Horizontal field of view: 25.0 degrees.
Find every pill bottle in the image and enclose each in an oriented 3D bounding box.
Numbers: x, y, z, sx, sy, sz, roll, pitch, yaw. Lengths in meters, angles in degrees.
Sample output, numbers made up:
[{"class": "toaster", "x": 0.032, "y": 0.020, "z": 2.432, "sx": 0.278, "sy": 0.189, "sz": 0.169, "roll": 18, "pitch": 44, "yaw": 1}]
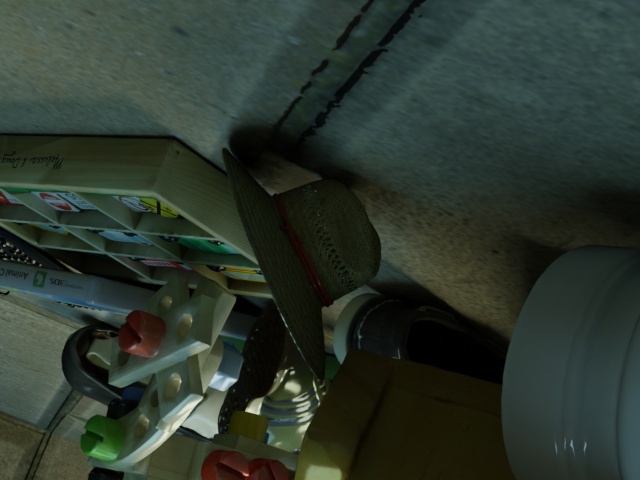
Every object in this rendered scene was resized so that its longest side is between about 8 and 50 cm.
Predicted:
[{"class": "pill bottle", "x": 0.228, "y": 0.080, "z": 0.614, "sx": 0.278, "sy": 0.162, "sz": 0.162, "roll": 7, "pitch": 159, "yaw": 40}]

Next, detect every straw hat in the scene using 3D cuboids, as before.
[{"class": "straw hat", "x": 0.000, "y": 0.000, "z": 0.801, "sx": 0.061, "sy": 0.144, "sz": 0.144, "roll": -23, "pitch": 156, "yaw": 3}]

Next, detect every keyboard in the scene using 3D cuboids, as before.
[{"class": "keyboard", "x": -0.274, "y": 0.031, "z": 1.315, "sx": 0.100, "sy": 0.038, "sz": 0.192, "roll": 12, "pitch": 161, "yaw": 29}]

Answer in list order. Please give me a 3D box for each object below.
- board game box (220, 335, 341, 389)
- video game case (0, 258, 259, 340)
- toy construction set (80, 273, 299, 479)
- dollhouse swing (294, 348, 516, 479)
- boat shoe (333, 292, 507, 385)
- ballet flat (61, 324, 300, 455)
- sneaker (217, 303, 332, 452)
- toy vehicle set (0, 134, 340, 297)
[{"class": "board game box", "x": 0.076, "y": 0.167, "z": 1.305, "sx": 0.317, "sy": 0.046, "sz": 0.213, "roll": 12, "pitch": 163, "yaw": 28}, {"class": "video game case", "x": -0.174, "y": 0.047, "z": 1.176, "sx": 0.193, "sy": 0.023, "sz": 0.212, "roll": 8, "pitch": 173, "yaw": 38}, {"class": "toy construction set", "x": -0.042, "y": 0.160, "z": 1.034, "sx": 0.328, "sy": 0.151, "sz": 0.215, "roll": 40, "pitch": 154, "yaw": -29}, {"class": "dollhouse swing", "x": 0.134, "y": 0.258, "z": 0.760, "sx": 0.347, "sy": 0.305, "sz": 0.315, "roll": 14, "pitch": 134, "yaw": 8}, {"class": "boat shoe", "x": 0.108, "y": 0.112, "z": 1.016, "sx": 0.228, "sy": 0.081, "sz": 0.069, "roll": 34, "pitch": 164, "yaw": -32}, {"class": "ballet flat", "x": -0.141, "y": 0.161, "z": 1.484, "sx": 0.280, "sy": 0.095, "sz": 0.096, "roll": 19, "pitch": 152, "yaw": 7}, {"class": "sneaker", "x": -0.020, "y": 0.116, "z": 1.176, "sx": 0.086, "sy": 0.064, "sz": 0.192, "roll": 1, "pitch": 140, "yaw": -22}, {"class": "toy vehicle set", "x": -0.135, "y": -0.017, "z": 0.981, "sx": 0.267, "sy": 0.035, "sz": 0.166, "roll": 5, "pitch": 158, "yaw": 45}]
